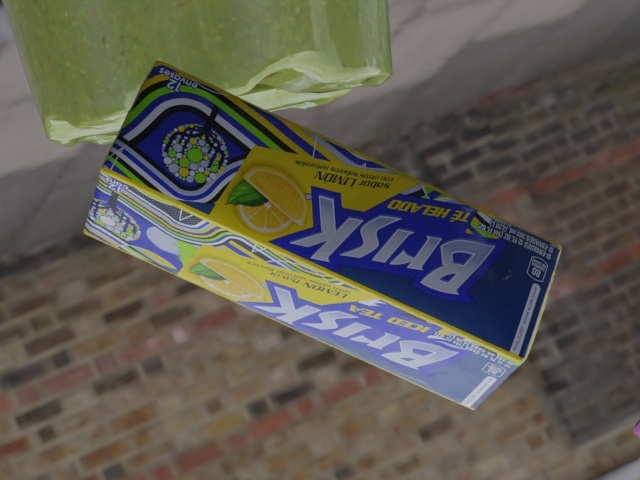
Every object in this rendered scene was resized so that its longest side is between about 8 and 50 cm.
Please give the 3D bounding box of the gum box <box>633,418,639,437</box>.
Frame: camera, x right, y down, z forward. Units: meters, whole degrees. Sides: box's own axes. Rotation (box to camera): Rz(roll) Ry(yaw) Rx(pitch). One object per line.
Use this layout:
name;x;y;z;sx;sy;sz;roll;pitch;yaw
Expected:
gum box;0.173;0.048;0.516;0.062;0.107;0.188;-55;167;20

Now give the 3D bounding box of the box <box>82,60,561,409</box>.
box;0.000;0.000;0.636;0.059;0.169;0.054;121;-7;-62

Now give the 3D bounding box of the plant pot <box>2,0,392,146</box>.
plant pot;-0.074;-0.186;0.855;0.276;0.254;0.276;-10;-179;0
